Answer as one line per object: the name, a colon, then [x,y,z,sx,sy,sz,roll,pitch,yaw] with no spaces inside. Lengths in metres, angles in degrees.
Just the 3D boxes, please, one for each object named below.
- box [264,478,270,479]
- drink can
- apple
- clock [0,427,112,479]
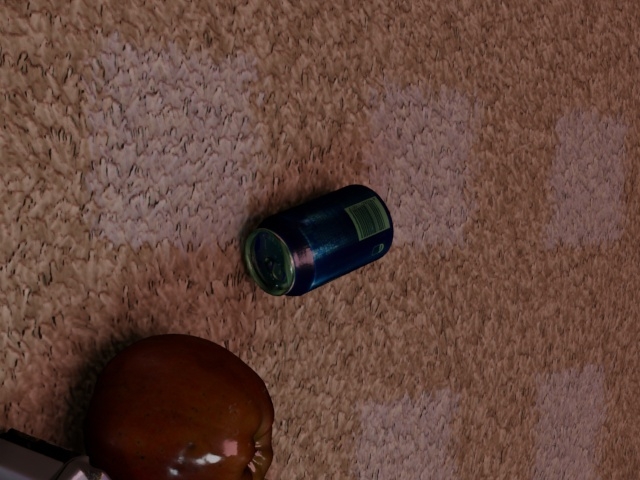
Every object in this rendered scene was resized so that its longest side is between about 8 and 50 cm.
box: [-0.121,0.529,1.497,0.204,0.051,0.365,-27,115,-39]
drink can: [0.000,0.000,1.489,0.205,0.118,0.118,-22,111,-41]
apple: [-0.167,0.230,1.286,0.234,0.234,0.234,-9,103,-44]
clock: [-0.276,0.329,1.214,0.083,0.186,0.253,-48,126,-32]
